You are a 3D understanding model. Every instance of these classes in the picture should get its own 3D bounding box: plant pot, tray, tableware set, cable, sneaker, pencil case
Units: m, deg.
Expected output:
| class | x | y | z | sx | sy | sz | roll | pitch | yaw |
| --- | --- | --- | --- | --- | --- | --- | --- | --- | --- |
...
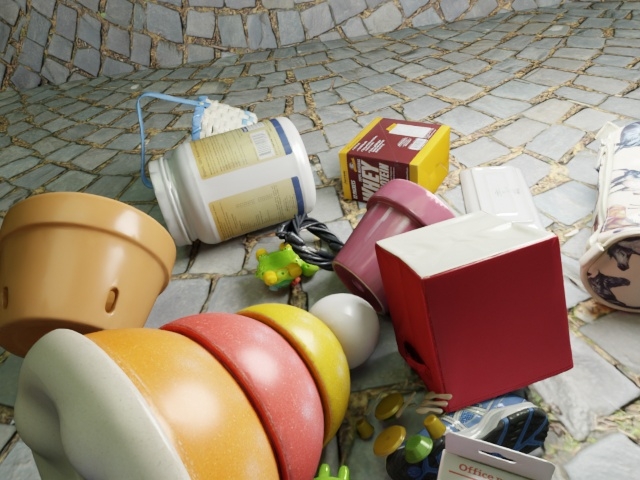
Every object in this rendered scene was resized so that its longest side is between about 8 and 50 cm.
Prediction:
| class | x | y | z | sx | sy | sz | roll | pitch | yaw |
| --- | --- | --- | --- | --- | --- | --- | --- | --- | --- |
| plant pot | -0.412 | 0.087 | 0.797 | 0.290 | 0.291 | 0.203 | -6 | 54 | 5 |
| tray | 0.391 | -0.095 | 1.015 | 0.145 | 0.030 | 0.270 | -1 | 39 | 10 |
| tableware set | 0.100 | 0.239 | 0.595 | 0.104 | 0.024 | 0.154 | -41 | 9 | -34 |
| cable | 0.000 | 0.000 | 0.917 | 0.150 | 0.047 | 0.184 | 30 | 18 | 11 |
| plant pot | 0.127 | 0.024 | 0.813 | 0.180 | 0.201 | 0.201 | -44 | 47 | -14 |
| sneaker | 0.181 | 0.256 | 0.600 | 0.211 | 0.080 | 0.081 | -16 | 15 | -7 |
| pencil case | 0.560 | -0.058 | 0.820 | 0.183 | 0.160 | 0.410 | 25 | 48 | 14 |

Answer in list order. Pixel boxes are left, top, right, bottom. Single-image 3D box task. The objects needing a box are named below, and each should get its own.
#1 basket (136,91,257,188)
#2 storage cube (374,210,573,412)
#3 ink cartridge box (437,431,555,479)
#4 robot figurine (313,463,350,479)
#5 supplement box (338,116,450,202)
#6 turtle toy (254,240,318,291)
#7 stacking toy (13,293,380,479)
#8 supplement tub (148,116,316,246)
| class | x | y | z | sx | sy | sz | roll | pitch | yaw |
| --- | --- | --- | --- | --- | --- | --- | --- | --- | --- |
| basket | -0.312 | -0.233 | 1.183 | 0.289 | 0.255 | 0.201 | 4 | 38 | -13 |
| storage cube | 0.209 | 0.085 | 0.658 | 0.215 | 0.193 | 0.183 | -17 | 16 | -7 |
| ink cartridge box | 0.169 | 0.280 | 0.471 | 0.104 | 0.180 | 0.060 | 9 | 42 | 24 |
| robot figurine | 0.011 | 0.326 | 0.541 | 0.101 | 0.067 | 0.115 | 2 | 40 | 8 |
| supplement box | 0.178 | -0.182 | 1.093 | 0.194 | 0.129 | 0.191 | 16 | 45 | 30 |
| turtle toy | -0.064 | 0.054 | 0.903 | 0.130 | 0.066 | 0.095 | -17 | 40 | -9 |
| stacking toy | -0.077 | 0.203 | 0.603 | 0.350 | 0.351 | 0.480 | 23 | 30 | 35 |
| supplement tub | -0.190 | -0.125 | 1.026 | 0.316 | 0.228 | 0.228 | -18 | 39 | -10 |
